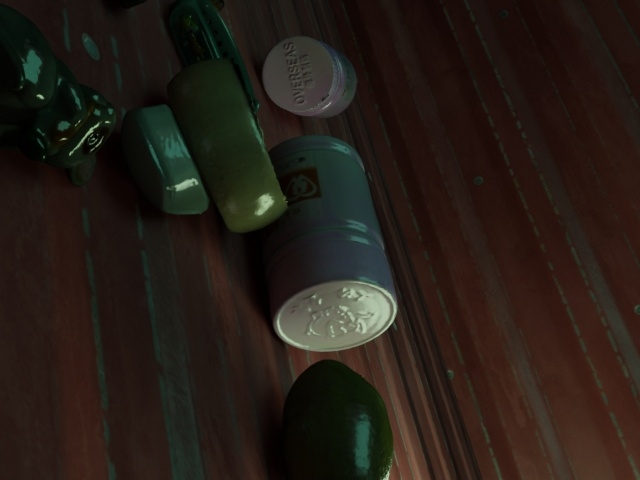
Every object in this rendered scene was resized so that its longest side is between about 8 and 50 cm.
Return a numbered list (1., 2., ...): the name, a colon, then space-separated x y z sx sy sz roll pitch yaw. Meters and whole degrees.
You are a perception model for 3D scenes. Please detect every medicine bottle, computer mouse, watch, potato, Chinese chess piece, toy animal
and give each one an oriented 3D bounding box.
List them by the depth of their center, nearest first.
1. toy animal: -0.249 -0.125 0.700 0.236 0.108 0.138 19 50 -73
2. computer mouse: -0.193 -0.095 0.951 0.231 0.079 0.128 94 -26 -83
3. potato: 0.025 0.279 1.034 0.174 0.159 0.251 36 36 -21
4. Chinese chess piece: -0.127 -0.134 1.091 0.250 0.103 0.250 158 -90 -88
5. medicine bottle: 0.000 0.000 1.261 0.202 0.202 0.316 53 20 -46
6. watch: -0.187 -0.319 1.338 0.237 0.068 0.195 65 11 3
7. medicine bottle: -0.021 -0.383 1.818 0.290 0.178 0.178 -28 96 -76

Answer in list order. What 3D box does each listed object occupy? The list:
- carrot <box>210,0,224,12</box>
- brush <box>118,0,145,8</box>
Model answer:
1. carrot: -0.234 -0.491 1.449 0.139 0.048 0.048 52 21 -46
2. brush: -0.324 -0.453 1.024 0.301 0.071 0.084 57 20 -21
